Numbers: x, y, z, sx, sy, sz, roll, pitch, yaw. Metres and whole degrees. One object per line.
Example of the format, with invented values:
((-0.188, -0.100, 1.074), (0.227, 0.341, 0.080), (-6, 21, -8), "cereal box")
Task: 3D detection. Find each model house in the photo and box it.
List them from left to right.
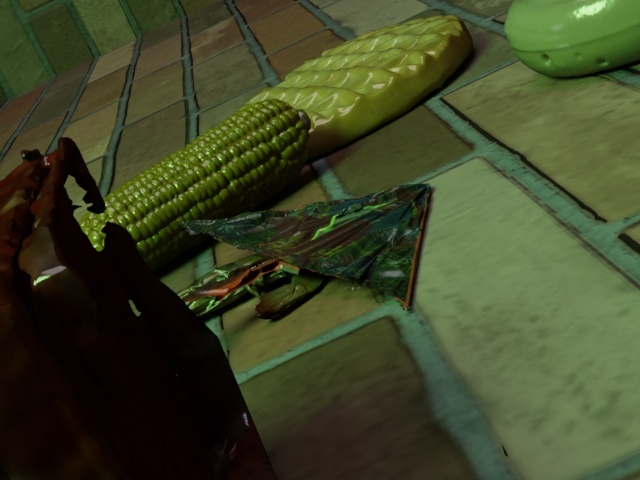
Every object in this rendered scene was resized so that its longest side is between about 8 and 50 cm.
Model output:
((-0.151, 0.098, 0.404), (0.254, 0.160, 0.196), (-27, 18, -2), "model house")

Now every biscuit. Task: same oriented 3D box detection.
((0.027, -0.135, 1.042), (0.205, 0.040, 0.309), (-12, 22, 37), "biscuit")

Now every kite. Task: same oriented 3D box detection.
((0.000, -0.001, 0.690), (0.189, 0.009, 0.232), (-26, 23, -32), "kite")

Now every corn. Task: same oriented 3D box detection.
((-0.086, -0.034, 0.858), (0.207, 0.068, 0.068), (-37, 20, -26), "corn")

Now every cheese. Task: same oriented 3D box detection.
((0.235, -0.167, 0.808), (0.227, 0.064, 0.137), (-7, 26, 43), "cheese")

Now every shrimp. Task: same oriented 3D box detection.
((-0.049, 0.032, 0.683), (0.114, 0.023, 0.083), (-22, 19, -8), "shrimp")
